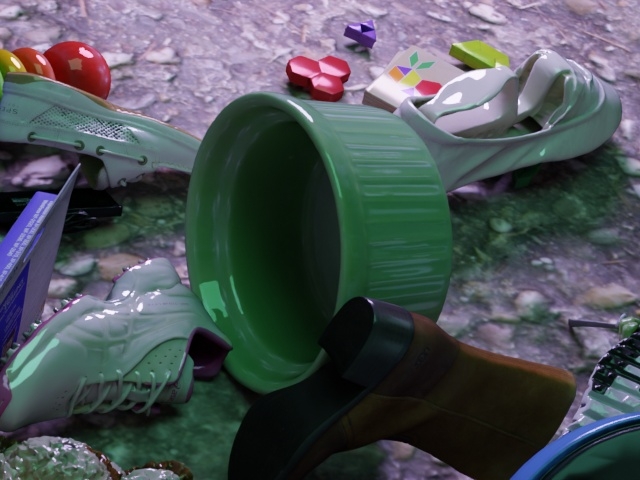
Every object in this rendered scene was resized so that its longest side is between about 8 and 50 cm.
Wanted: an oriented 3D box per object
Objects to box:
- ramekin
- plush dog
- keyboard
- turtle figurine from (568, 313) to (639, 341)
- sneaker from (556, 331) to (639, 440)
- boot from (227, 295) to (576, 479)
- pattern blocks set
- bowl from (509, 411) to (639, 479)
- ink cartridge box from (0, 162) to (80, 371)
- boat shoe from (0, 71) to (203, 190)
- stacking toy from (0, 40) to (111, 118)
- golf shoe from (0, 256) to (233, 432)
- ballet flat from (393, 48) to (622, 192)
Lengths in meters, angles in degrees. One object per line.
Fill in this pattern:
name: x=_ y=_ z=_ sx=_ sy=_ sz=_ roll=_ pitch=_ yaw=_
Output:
ramekin: x=0.000 y=0.000 z=1.972 sx=0.148 sy=0.303 sz=0.303 roll=-4 pitch=44 yaw=-34
plush dog: x=-0.236 y=0.250 z=1.714 sx=0.262 sy=0.210 sz=0.225 roll=14 pitch=21 yaw=1
keyboard: x=-0.311 y=-0.023 z=2.096 sx=0.192 sy=0.038 sz=0.100 roll=-4 pitch=21 yaw=-22
turtle figurine: x=0.400 y=0.037 z=2.088 sx=0.198 sy=0.266 sz=0.274 roll=-7 pitch=47 yaw=-17
sneaker: x=0.295 y=0.190 z=1.986 sx=0.078 sy=0.106 sz=0.234 roll=27 pitch=58 yaw=18
boot: x=0.077 y=0.189 z=1.895 sx=0.280 sy=0.264 sz=0.096 roll=23 pitch=17 yaw=-37
pattern blocks set: x=0.148 y=-0.172 z=2.421 sx=0.325 sy=0.026 sz=0.285 roll=35 pitch=44 yaw=20
bowl: x=0.319 y=0.334 z=1.720 sx=0.391 sy=0.077 sz=0.391 roll=0 pitch=70 yaw=-1
ink cartridge box: x=-0.301 y=0.051 z=1.867 sx=0.045 sy=0.208 sz=0.206 roll=23 pitch=40 yaw=2
boat shoe: x=-0.234 y=-0.101 z=2.150 sx=0.277 sy=0.096 sz=0.098 roll=19 pitch=-5 yaw=-28
stacking toy: x=-0.376 y=-0.157 z=2.157 sx=0.330 sy=0.141 sz=0.141 roll=-12 pitch=47 yaw=-39
golf shoe: x=-0.199 y=0.119 z=1.891 sx=0.140 sy=0.115 sz=0.306 roll=40 pitch=38 yaw=12
ballet flat: x=0.232 y=-0.155 z=2.311 sx=0.400 sy=0.139 sz=0.139 roll=-20 pitch=52 yaw=-36
